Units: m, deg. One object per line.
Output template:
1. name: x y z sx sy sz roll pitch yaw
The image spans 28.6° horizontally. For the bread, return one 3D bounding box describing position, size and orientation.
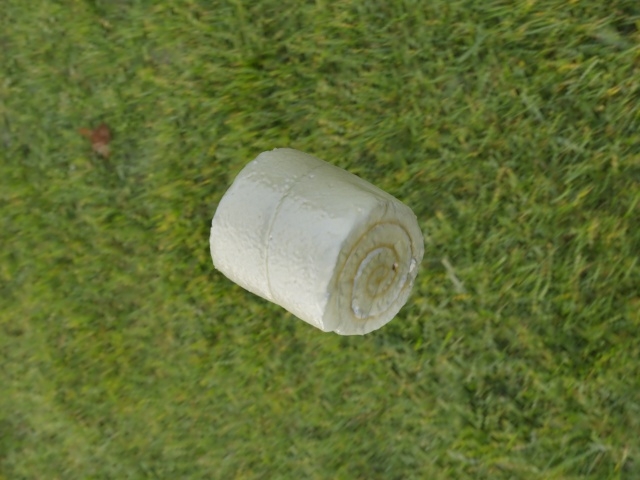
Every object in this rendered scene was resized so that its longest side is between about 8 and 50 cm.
1. bread: 0.000 0.000 1.118 0.141 0.148 0.134 27 113 32
